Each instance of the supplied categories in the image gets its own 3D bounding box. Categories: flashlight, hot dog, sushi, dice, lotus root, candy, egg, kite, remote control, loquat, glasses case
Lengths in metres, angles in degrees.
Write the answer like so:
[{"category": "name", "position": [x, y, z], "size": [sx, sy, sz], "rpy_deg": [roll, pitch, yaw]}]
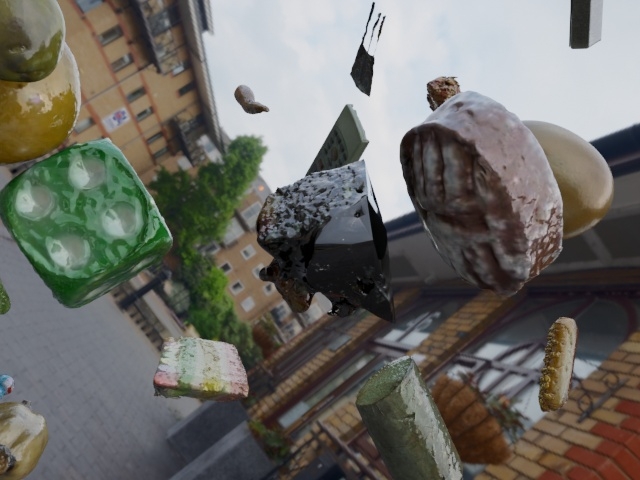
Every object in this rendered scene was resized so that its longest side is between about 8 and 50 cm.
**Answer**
[{"category": "flashlight", "position": [-0.753, 0.356, 1.363], "size": [0.051, 0.051, 0.129], "rpy_deg": [58, 22, -14]}, {"category": "hot dog", "position": [0.405, 0.215, 1.020], "size": [0.045, 0.165, 0.071], "rpy_deg": [15, -19, 9]}, {"category": "sushi", "position": [0.000, -0.001, 0.947], "size": [0.215, 0.212, 0.227], "rpy_deg": [72, 10, -48]}, {"category": "dice", "position": [-0.529, -0.036, 1.355], "size": [0.297, 0.300, 0.287], "rpy_deg": [58, -17, -2]}, {"category": "lotus root", "position": [-0.635, 0.406, 1.198], "size": [0.154, 0.140, 0.257], "rpy_deg": [30, -9, -14]}, {"category": "candy", "position": [0.225, -0.058, 0.851], "size": [0.214, 0.157, 0.290], "rpy_deg": [2, -57, 61]}, {"category": "egg", "position": [0.514, -0.141, 1.431], "size": [0.351, 0.283, 0.283], "rpy_deg": [17, -29, 22]}, {"category": "kite", "position": [0.155, -0.623, 1.952], "size": [0.152, 0.015, 0.286], "rpy_deg": [57, -35, 39]}, {"category": "remote control", "position": [0.033, -0.191, 1.423], "size": [0.285, 0.038, 0.124], "rpy_deg": [-56, -133, 52]}, {"category": "loquat", "position": [-0.666, -0.306, 1.201], "size": [0.328, 0.328, 0.359], "rpy_deg": [53, 21, 5]}, {"category": "glasses case", "position": [0.485, -0.462, 1.090], "size": [0.047, 0.070, 0.205], "rpy_deg": [14, -55, 39]}]

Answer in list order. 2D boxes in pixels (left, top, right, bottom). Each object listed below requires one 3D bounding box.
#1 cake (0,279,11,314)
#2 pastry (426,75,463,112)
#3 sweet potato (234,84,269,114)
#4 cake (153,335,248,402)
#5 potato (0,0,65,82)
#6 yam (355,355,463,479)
[{"category": "cake", "position": [-0.721, 0.116, 1.123], "size": [0.100, 0.235, 0.099], "rpy_deg": [29, -54, 35]}, {"category": "pastry", "position": [0.259, -0.257, 1.178], "size": [0.087, 0.063, 0.169], "rpy_deg": [58, 3, 33]}, {"category": "sweet potato", "position": [-0.174, -0.341, 1.467], "size": [0.050, 0.050, 0.214], "rpy_deg": [64, -5, -35]}, {"category": "cake", "position": [-0.158, 0.167, 0.784], "size": [0.109, 0.090, 0.225], "rpy_deg": [12, -17, -12]}, {"category": "potato", "position": [-0.521, -0.371, 1.016], "size": [0.154, 0.137, 0.201], "rpy_deg": [-25, -102, 36]}, {"category": "yam", "position": [0.179, 0.386, 1.230], "size": [0.268, 0.161, 0.161], "rpy_deg": [63, -14, -10]}]
